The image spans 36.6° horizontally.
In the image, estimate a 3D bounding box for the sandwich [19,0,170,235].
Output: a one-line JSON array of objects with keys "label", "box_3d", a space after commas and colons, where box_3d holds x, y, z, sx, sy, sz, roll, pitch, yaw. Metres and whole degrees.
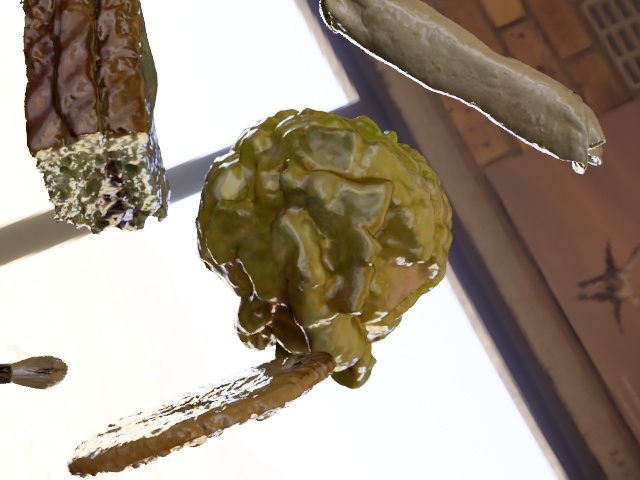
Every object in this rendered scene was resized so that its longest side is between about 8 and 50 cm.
[{"label": "sandwich", "box_3d": [-0.248, -0.152, 1.106, 0.325, 0.131, 0.262, 104, -21, -68]}]

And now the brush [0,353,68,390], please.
[{"label": "brush", "box_3d": [-0.427, 0.151, 1.070, 0.042, 0.299, 0.039, 59, -44, 42]}]

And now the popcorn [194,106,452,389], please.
[{"label": "popcorn", "box_3d": [0.000, 0.000, 0.865, 0.259, 0.259, 0.212, 61, -3, 16]}]

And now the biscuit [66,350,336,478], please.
[{"label": "biscuit", "box_3d": [-0.086, 0.125, 0.720, 0.220, 0.220, 0.033, 154, -84, -78]}]

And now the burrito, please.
[{"label": "burrito", "box_3d": [0.123, -0.144, 0.821, 0.275, 0.059, 0.082, 32, 5, 11]}]
